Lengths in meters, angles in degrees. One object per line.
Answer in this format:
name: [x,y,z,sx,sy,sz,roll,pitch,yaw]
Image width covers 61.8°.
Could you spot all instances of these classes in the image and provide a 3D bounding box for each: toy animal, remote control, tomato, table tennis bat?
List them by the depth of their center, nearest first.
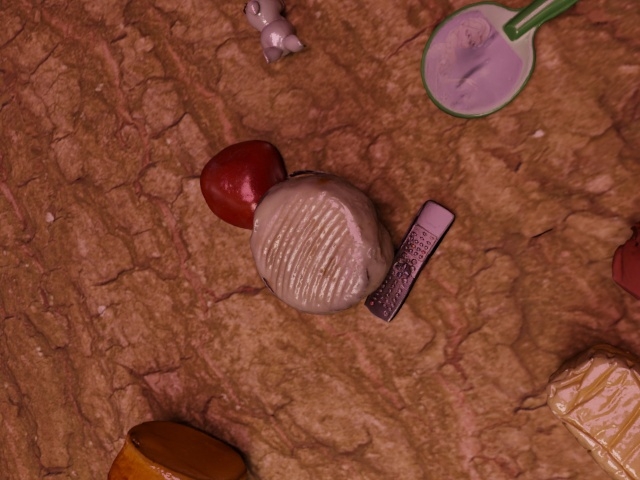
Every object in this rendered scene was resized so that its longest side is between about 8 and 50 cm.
table tennis bat: [0.261,-0.287,0.768,0.257,0.039,0.160,-35,81,27]
remote control: [0.141,0.035,0.857,0.059,0.028,0.212,34,109,16]
toy animal: [-0.077,-0.357,0.909,0.071,0.085,0.124,-27,87,8]
tomato: [-0.149,-0.094,0.958,0.174,0.082,0.166,-10,90,24]

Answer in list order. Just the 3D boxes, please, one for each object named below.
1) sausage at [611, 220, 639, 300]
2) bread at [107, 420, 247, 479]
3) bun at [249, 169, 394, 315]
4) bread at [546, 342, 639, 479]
sausage: [0.493,0.059,0.619,0.279,0.152,0.152,31,107,20]
bread: [-0.264,0.447,0.999,0.269,0.195,0.143,18,92,21]
bun: [0.000,0.000,0.861,0.239,0.141,0.239,6,103,26]
bread: [0.414,0.240,0.694,0.236,0.106,0.140,46,113,16]
